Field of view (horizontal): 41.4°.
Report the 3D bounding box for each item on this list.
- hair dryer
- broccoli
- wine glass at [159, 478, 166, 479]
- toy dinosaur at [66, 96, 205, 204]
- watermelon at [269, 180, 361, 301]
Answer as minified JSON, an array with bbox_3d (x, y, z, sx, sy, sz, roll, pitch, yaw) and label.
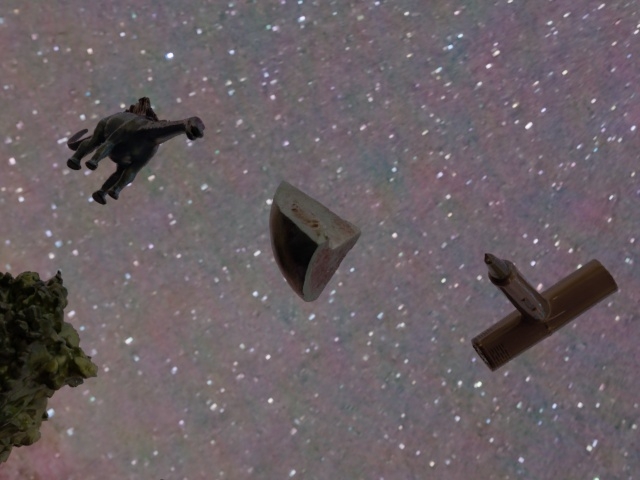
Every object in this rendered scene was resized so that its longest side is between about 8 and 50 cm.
[{"bbox_3d":[0.259,0.049,1.028,0.054,0.195,0.220,56,-2,41],"label":"hair dryer"},{"bbox_3d":[-0.381,0.154,0.982,0.288,0.245,0.248,1,-96,33],"label":"broccoli"},{"bbox_3d":[-0.209,0.392,0.921,0.126,0.241,0.126,26,-37,22],"label":"wine glass"},{"bbox_3d":[-0.144,-0.070,0.618,0.197,0.080,0.045,7,-40,51],"label":"toy dinosaur"},{"bbox_3d":[0.000,0.000,0.535,0.085,0.061,0.085,163,-90,-74],"label":"watermelon"}]
